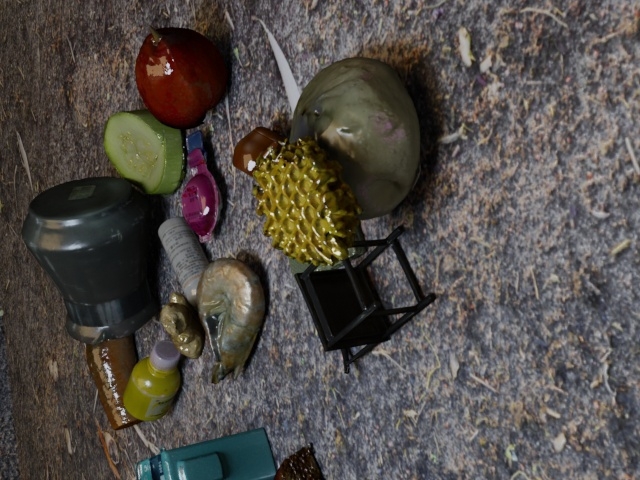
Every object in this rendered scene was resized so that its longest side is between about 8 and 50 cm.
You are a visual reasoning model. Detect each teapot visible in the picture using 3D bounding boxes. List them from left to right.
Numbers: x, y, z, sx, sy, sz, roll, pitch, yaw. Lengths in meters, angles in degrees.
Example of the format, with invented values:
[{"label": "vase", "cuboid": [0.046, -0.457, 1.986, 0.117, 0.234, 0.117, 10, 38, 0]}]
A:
[{"label": "teapot", "cuboid": [-0.547, 0.036, 2.036, 0.376, 0.305, 0.362, -99, 3, -62]}, {"label": "teapot", "cuboid": [-0.103, -0.168, 1.548, 0.173, 0.116, 0.116, -136, 46, -78]}]

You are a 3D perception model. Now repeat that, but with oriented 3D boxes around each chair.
[{"label": "chair", "cuboid": [0.043, 0.103, 1.343, 0.260, 0.141, 0.155, -47, 57, 43]}]

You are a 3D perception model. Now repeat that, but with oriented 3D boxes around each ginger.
[{"label": "ginger", "cuboid": [-0.309, 0.183, 1.834, 0.148, 0.081, 0.333, 55, 174, -11]}]

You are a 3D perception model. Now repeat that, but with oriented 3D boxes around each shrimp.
[{"label": "shrimp", "cuboid": [-0.205, 0.173, 1.722, 0.168, 0.077, 0.317, 34, 121, 23]}]

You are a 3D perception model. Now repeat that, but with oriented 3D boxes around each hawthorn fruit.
[{"label": "hawthorn fruit", "cuboid": [-0.301, -0.356, 1.690, 0.189, 0.189, 0.251, 46, 168, 41]}]

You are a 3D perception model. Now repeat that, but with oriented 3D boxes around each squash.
[{"label": "squash", "cuboid": [-0.409, -0.208, 1.952, 0.220, 0.133, 0.220, 14, 108, 48]}]

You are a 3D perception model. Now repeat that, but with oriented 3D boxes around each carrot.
[{"label": "carrot", "cuboid": [-0.555, 0.354, 2.218, 0.138, 0.138, 0.302, -37, 66, 50]}]

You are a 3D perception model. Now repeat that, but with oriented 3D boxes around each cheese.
[{"label": "cheese", "cuboid": [-0.264, -0.117, 1.805, 0.155, 0.062, 0.245, -15, 81, 53]}]

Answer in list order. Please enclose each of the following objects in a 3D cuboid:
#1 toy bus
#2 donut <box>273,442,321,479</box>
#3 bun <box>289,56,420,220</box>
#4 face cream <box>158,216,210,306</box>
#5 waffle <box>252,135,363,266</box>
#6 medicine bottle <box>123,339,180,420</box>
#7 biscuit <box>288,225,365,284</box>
[{"label": "toy bus", "cuboid": [-0.229, 0.469, 1.667, 0.147, 0.256, 0.128, -37, 65, 47]}, {"label": "donut", "cuboid": [-0.028, 0.516, 1.536, 0.217, 0.085, 0.141, 57, 136, 31]}, {"label": "bun", "cuboid": [0.041, -0.161, 1.286, 0.273, 0.168, 0.273, 15, 107, 61]}, {"label": "face cream", "cuboid": [-0.286, 0.068, 1.843, 0.269, 0.081, 0.082, 61, 138, 30]}, {"label": "waffle", "cuboid": [-0.022, -0.056, 1.214, 0.193, 0.070, 0.197, -15, 98, 52]}, {"label": "medicine bottle", "cuboid": [-0.401, 0.335, 2.003, 0.122, 0.121, 0.213, 57, 136, 33]}, {"label": "biscuit", "cuboid": [0.000, 0.000, 1.469, 0.199, 0.040, 0.121, -33, 70, 51]}]
